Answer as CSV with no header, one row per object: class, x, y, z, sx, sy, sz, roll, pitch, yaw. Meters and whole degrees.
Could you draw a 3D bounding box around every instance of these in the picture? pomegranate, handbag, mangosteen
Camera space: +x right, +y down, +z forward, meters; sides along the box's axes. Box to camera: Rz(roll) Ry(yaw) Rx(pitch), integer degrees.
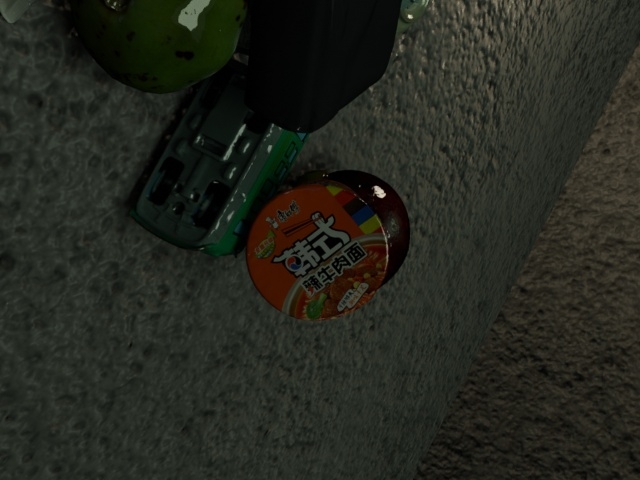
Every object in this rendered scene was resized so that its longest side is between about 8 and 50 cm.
pomegranate,-0.220,-0.340,1.043,0.270,0.254,0.254,-16,125,-61
handbag,0.003,-0.355,1.100,0.275,0.178,0.301,-47,156,-40
mangosteen,0.044,-0.024,1.553,0.300,0.300,0.300,-31,135,-38

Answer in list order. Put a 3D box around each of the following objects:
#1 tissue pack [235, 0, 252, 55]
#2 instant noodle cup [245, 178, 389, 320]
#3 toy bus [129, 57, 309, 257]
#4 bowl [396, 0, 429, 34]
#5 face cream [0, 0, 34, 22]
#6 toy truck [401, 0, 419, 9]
tissue pack,-0.087,-0.416,1.291,0.257,0.081,0.185,0,112,-53
instant noodle cup,0.000,0.000,1.327,0.192,0.251,0.250,-77,-177,-74
toy bus,-0.164,-0.136,1.296,0.343,0.184,0.199,-60,159,-3
bowl,0.159,-0.527,1.516,0.211,0.112,0.211,-33,135,-39
face cream,-0.419,-0.413,0.867,0.143,0.089,0.314,-55,153,-13
toy truck,0.071,-0.483,1.293,0.338,0.133,0.184,-31,128,-43
